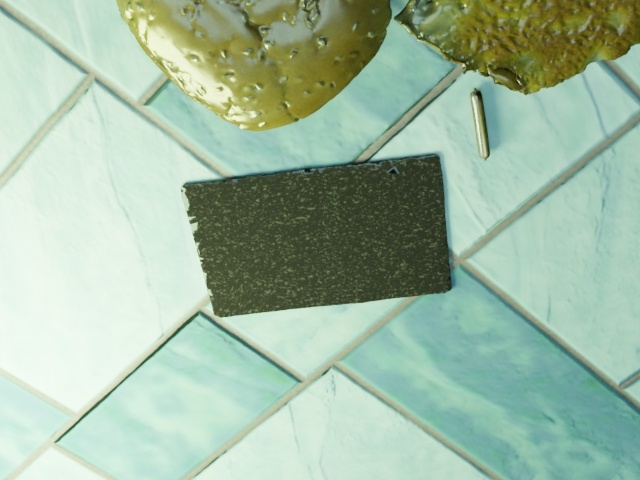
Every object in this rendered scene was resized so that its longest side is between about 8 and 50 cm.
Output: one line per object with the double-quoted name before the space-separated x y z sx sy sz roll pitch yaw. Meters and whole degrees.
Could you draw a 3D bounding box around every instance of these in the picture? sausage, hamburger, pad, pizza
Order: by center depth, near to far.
"hamburger" -0.070 -0.258 1.040 0.283 0.145 0.259 38 117 -20
"pizza" 0.226 -0.249 1.063 0.297 0.071 0.189 -21 130 -2
"sausage" 0.191 -0.138 1.194 0.015 0.015 0.100 -10 124 8
"pad" 0.000 0.000 1.299 0.330 0.004 0.220 -6 124 5
